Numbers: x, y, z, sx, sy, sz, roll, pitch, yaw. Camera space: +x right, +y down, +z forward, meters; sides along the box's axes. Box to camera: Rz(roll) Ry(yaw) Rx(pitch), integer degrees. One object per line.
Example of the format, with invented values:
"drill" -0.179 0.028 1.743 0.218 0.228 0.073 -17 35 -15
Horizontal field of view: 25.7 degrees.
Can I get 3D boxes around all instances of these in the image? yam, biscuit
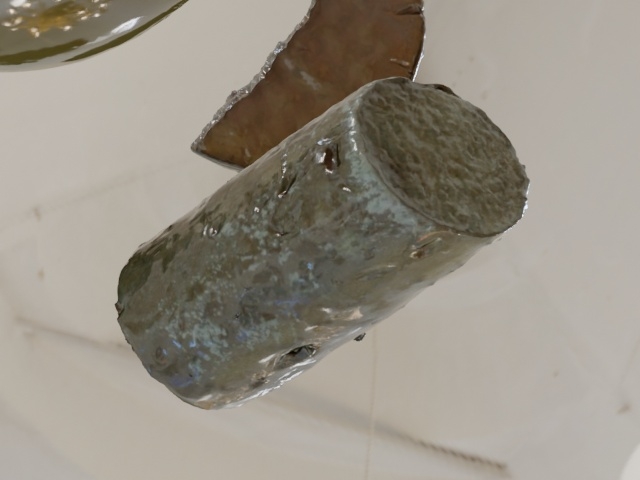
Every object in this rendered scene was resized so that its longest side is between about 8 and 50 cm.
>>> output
"yam" 0.000 0.000 0.693 0.107 0.194 0.107 34 -142 -31
"biscuit" 0.014 -0.159 1.370 0.141 0.038 0.290 40 -96 -5

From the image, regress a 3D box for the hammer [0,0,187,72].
"hammer" -0.167 -0.151 0.321 0.305 0.113 0.202 6 -114 -12
